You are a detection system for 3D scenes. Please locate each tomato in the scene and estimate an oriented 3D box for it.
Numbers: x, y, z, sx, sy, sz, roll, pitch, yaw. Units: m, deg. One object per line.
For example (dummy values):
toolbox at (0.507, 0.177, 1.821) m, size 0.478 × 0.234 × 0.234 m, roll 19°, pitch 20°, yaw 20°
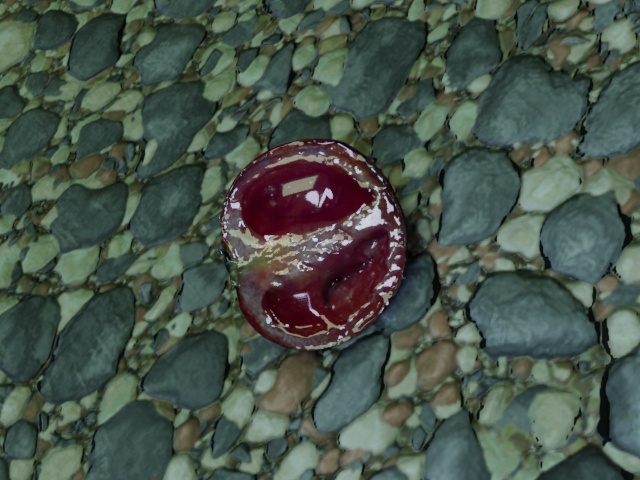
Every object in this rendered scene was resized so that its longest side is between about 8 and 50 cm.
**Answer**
tomato at (0.000, 0.000, 1.192) m, size 0.173 × 0.099 × 0.189 m, roll -14°, pitch 92°, yaw 13°
